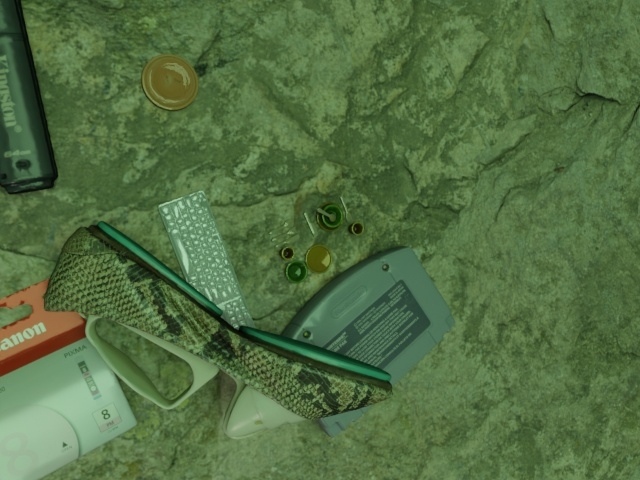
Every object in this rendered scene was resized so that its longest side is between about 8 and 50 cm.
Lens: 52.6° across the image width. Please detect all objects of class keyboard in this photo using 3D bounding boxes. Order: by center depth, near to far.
[{"bbox_3d":[-0.165,0.056,0.974,0.072,0.014,0.255,-23,98,-23],"label":"keyboard"}]

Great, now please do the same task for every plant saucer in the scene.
[{"bbox_3d":[-0.221,-0.233,0.955,0.084,0.013,0.083,0,89,-24],"label":"plant saucer"}]

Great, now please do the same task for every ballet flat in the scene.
[{"bbox_3d":[-0.146,0.156,0.881,0.483,0.164,0.181,29,83,-6],"label":"ballet flat"}]

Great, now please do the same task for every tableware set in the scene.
[{"bbox_3d":[0.000,0.000,1.042,0.154,0.024,0.103,-27,100,-22],"label":"tableware set"}]

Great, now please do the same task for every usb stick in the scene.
[{"bbox_3d":[-0.411,-0.201,0.853,0.077,0.045,0.277,-13,95,-24],"label":"usb stick"}]

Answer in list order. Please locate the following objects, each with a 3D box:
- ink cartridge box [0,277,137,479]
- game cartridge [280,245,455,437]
[{"bbox_3d":[-0.378,0.187,0.857,0.189,0.066,0.232,-26,103,-22],"label":"ink cartridge box"},{"bbox_3d":[0.070,0.149,1.056,0.294,0.060,0.196,-38,107,-20],"label":"game cartridge"}]
